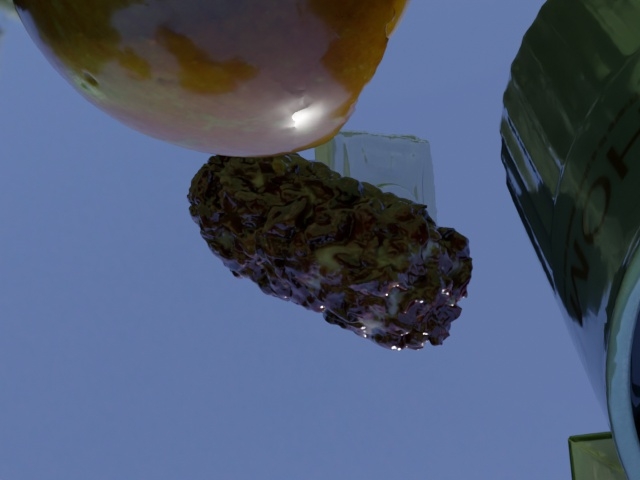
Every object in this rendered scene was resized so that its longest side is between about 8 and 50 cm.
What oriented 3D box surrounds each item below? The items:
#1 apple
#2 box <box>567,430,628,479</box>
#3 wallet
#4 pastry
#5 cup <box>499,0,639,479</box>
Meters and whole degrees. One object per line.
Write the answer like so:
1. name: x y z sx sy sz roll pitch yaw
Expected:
1. apple: -0.037 -0.155 0.839 0.237 0.207 0.237 -39 -146 33
2. box: 0.302 0.230 1.251 0.177 0.148 0.195 -13 -101 39
3. wallet: 0.054 -0.037 1.498 0.032 0.124 0.183 -6 176 35
4. pastry: 0.000 -0.001 1.130 0.208 0.115 0.097 26 -113 27
5. cup: 0.244 0.014 0.823 0.257 0.331 0.311 -25 -157 6
